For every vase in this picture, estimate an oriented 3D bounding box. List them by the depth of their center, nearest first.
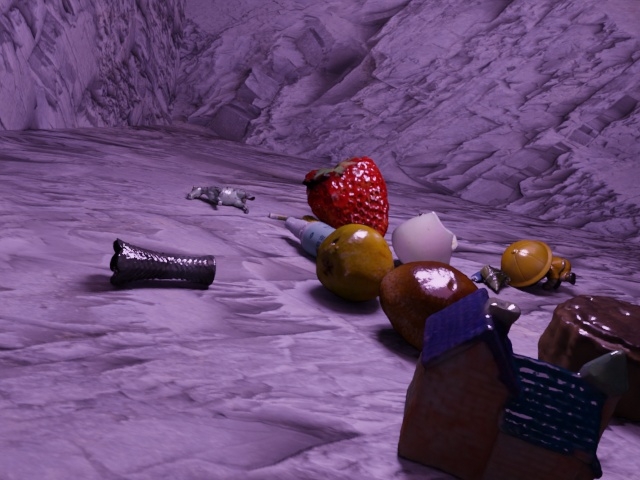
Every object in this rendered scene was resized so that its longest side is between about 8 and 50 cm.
[{"bbox_3d":[-0.376,0.061,1.341,0.237,0.115,0.115,7,17,-27],"label":"vase"}]

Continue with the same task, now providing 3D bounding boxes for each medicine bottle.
[{"bbox_3d":[0.000,0.000,1.785,0.110,0.110,0.352,-2,22,-40],"label":"medicine bottle"}]

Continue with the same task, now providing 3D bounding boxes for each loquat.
[{"bbox_3d":[0.109,0.060,1.509,0.246,0.213,0.213,-7,25,-42],"label":"loquat"}]

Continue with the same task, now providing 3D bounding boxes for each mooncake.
[{"bbox_3d":[0.677,0.257,1.282,0.324,0.187,0.324,11,19,-4],"label":"mooncake"}]

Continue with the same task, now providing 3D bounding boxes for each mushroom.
[{"bbox_3d":[0.270,0.149,1.336,0.263,0.195,0.283,0,20,-20],"label":"mushroom"}]

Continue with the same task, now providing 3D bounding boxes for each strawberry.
[{"bbox_3d":[0.109,-0.145,2.027,0.292,0.310,0.291,-18,26,9],"label":"strawberry"}]

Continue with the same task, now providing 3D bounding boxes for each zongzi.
[{"bbox_3d":[0.603,0.143,1.866,0.109,0.055,0.119,18,31,-26],"label":"zongzi"}]

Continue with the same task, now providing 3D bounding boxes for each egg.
[{"bbox_3d":[0.349,0.037,1.835,0.206,0.161,0.271,-16,-26,15],"label":"egg"}]

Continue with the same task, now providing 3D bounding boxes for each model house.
[{"bbox_3d":[0.310,0.236,0.915,0.312,0.280,0.245,17,17,12],"label":"model house"}]

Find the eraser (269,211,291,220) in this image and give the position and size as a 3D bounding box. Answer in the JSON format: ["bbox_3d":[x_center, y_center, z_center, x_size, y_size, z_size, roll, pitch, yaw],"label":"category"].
[{"bbox_3d":[-0.155,-0.093,2.145,0.083,0.019,0.038,9,15,-12],"label":"eraser"}]

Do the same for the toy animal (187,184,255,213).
[{"bbox_3d":[-0.381,-0.171,2.139,0.255,0.089,0.170,13,13,-8],"label":"toy animal"}]

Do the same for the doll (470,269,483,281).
[{"bbox_3d":[0.551,0.123,1.922,0.037,0.027,0.125,22,22,31],"label":"doll"}]

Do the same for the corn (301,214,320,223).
[{"bbox_3d":[-0.023,-0.043,1.990,0.067,0.067,0.206,6,16,-21],"label":"corn"}]

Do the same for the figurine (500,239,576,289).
[{"bbox_3d":[0.756,0.085,1.953,0.257,0.167,0.192,7,3,-25],"label":"figurine"}]
